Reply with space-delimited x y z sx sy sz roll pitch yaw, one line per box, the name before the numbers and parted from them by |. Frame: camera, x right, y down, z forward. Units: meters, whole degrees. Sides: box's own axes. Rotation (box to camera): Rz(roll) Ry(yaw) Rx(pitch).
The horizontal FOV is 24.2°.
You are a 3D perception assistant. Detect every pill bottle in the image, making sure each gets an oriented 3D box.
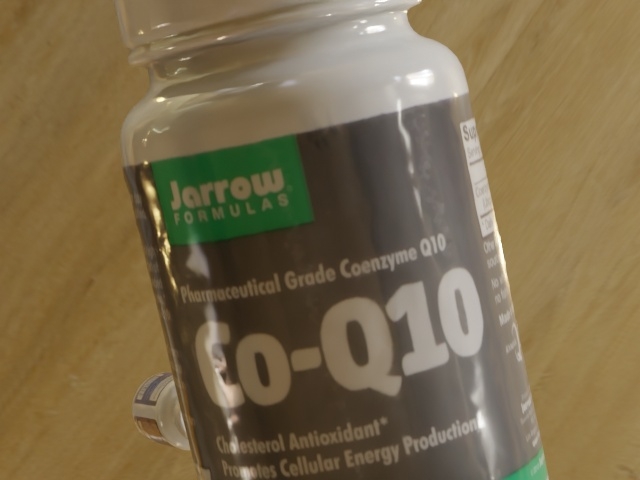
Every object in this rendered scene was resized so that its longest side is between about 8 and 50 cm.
pill bottle | -0.118 0.149 1.303 0.067 0.120 0.067 1 -94 -23
pill bottle | 0.000 0.000 0.857 0.204 0.204 0.361 -13 -84 -2
